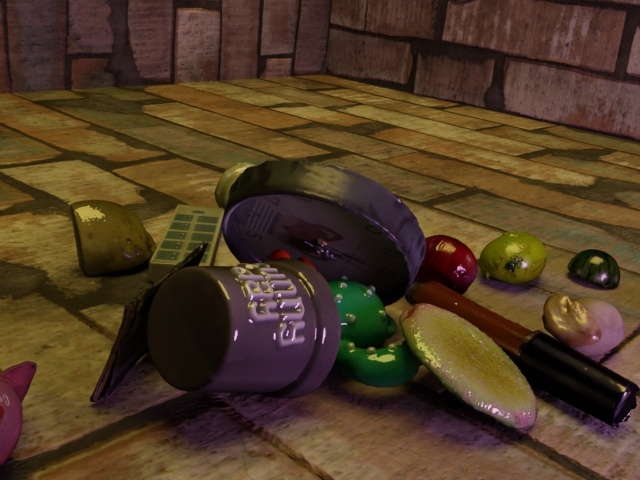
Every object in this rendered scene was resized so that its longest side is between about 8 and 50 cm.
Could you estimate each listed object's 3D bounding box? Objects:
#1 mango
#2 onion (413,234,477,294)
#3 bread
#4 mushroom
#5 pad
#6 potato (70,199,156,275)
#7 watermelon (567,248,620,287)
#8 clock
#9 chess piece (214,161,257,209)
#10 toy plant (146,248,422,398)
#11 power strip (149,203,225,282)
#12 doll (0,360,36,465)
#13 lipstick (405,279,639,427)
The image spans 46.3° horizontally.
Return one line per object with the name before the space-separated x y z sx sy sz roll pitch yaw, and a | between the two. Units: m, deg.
mango | 0.383 0.030 1.471 0.119 0.100 0.178 14 14 29
onion | 0.215 0.048 1.340 0.131 0.131 0.131 5 20 -2
bread | 0.204 0.160 1.014 0.228 0.033 0.228 31 19 -12
mushroom | 0.414 0.131 1.172 0.088 0.097 0.212 -21 -21 35
pad | -0.224 0.106 1.014 0.022 0.174 0.233 28 21 4
potato | -0.361 -0.015 1.335 0.149 0.120 0.081 -17 28 -29
watermelon | 0.555 0.050 1.509 0.105 0.062 0.105 10 21 -4
clock | 0.000 0.000 1.174 0.325 0.325 0.067 11 57 15
chess piece | -0.110 -0.061 1.575 0.133 0.133 0.243 -9 31 -34
toy plant | -0.025 0.119 1.010 0.279 0.185 0.400 11 3 38
power strip | -0.252 -0.001 1.463 0.106 0.043 0.367 5 20 -4
doll | -0.432 0.164 0.819 0.256 0.152 0.196 21 38 25
lipstick | 0.283 0.154 1.139 0.077 0.077 0.418 -9 23 -35
